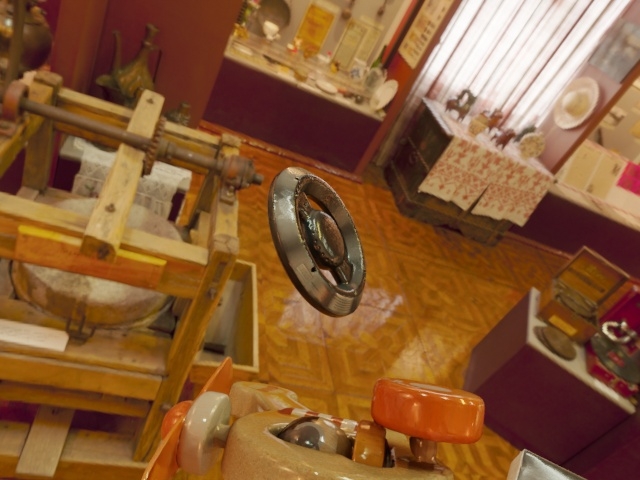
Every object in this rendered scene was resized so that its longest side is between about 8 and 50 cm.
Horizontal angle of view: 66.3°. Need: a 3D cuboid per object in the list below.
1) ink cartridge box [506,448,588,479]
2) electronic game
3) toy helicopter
[{"bbox_3d":[0.377,0.486,0.647,0.304,0.072,0.307,23,43,18],"label":"ink cartridge box"},{"bbox_3d":[0.000,0.000,0.711,0.229,0.048,0.229,43,35,-40],"label":"electronic game"},{"bbox_3d":[-0.039,0.176,0.444,0.235,0.355,0.140,12,80,-18],"label":"toy helicopter"}]
